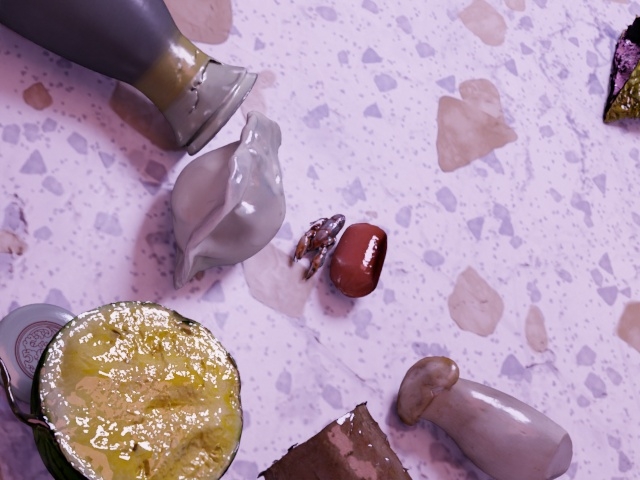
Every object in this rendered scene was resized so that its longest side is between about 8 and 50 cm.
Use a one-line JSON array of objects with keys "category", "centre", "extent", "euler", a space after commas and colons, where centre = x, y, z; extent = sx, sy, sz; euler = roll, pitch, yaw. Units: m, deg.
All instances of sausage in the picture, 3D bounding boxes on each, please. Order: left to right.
[{"category": "sausage", "centre": [0.043, 0.023, 1.603], "extent": [0.054, 0.059, 0.094], "euler": [9, 55, 15]}]

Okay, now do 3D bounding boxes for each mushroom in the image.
[{"category": "mushroom", "centre": [0.186, 0.206, 1.568], "extent": [0.212, 0.097, 0.088], "euler": [36, 63, -9]}]

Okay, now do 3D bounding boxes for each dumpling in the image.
[{"category": "dumpling", "centre": [-0.095, -0.053, 1.505], "extent": [0.124, 0.151, 0.229], "euler": [23, 56, 4]}]

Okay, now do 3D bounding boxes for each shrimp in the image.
[{"category": "shrimp", "centre": [-0.004, 0.000, 1.606], "extent": [0.038, 0.029, 0.092], "euler": [36, 57, -11]}]

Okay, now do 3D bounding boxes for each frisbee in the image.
[{"category": "frisbee", "centre": [-0.273, 0.113, 1.398], "extent": [0.110, 0.014, 0.110], "euler": [13, 60, -24]}]

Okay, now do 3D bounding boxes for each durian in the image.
[{"category": "durian", "centre": [0.476, -0.239, 1.954], "extent": [0.108, 0.119, 0.186], "euler": [28, 53, -11]}]

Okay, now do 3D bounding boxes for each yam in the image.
[{"category": "yam", "centre": [0.055, 0.294, 1.425], "extent": [0.128, 0.129, 0.238], "euler": [-32, 83, -37]}]

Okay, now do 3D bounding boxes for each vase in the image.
[{"category": "vase", "centre": [-0.225, -0.236, 1.522], "extent": [0.321, 0.173, 0.173], "euler": [42, 52, -13]}]

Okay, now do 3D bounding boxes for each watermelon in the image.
[{"category": "watermelon", "centre": [-0.191, 0.169, 1.345], "extent": [0.232, 0.127, 0.204], "euler": [-18, 76, -37]}]
